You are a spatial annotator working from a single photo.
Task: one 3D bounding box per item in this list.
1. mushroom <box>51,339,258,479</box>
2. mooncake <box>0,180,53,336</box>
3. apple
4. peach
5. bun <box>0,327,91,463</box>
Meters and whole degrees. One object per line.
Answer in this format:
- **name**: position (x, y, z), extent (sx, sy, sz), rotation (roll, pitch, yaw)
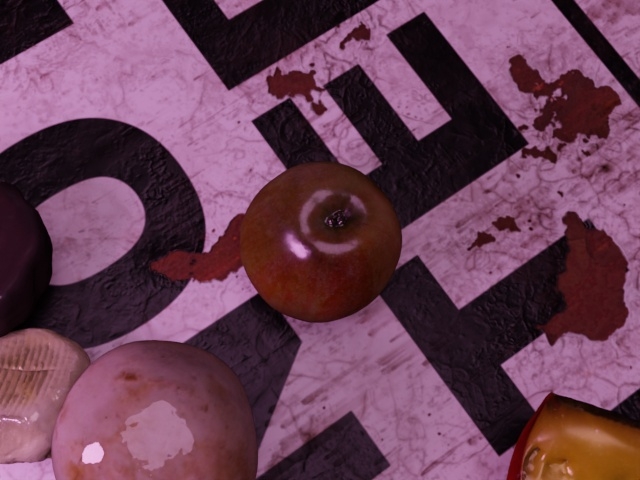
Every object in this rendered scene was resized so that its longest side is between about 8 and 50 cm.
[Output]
- **mushroom**: position (-0.239, 0.292, 1.590), extent (0.298, 0.290, 0.297), rotation (2, 80, -10)
- **mooncake**: position (-0.555, 0.035, 1.695), extent (0.283, 0.141, 0.283), rotation (1, 57, -1)
- **apple**: position (0.000, 0.000, 1.736), extent (0.257, 0.234, 0.256), rotation (2, 76, -7)
- **peach**: position (0.428, 0.413, 1.650), extent (0.306, 0.242, 0.380), rotation (-8, 77, -4)
- **bun**: position (-0.453, 0.246, 1.663), extent (0.230, 0.145, 0.229), rotation (-4, 40, 3)
